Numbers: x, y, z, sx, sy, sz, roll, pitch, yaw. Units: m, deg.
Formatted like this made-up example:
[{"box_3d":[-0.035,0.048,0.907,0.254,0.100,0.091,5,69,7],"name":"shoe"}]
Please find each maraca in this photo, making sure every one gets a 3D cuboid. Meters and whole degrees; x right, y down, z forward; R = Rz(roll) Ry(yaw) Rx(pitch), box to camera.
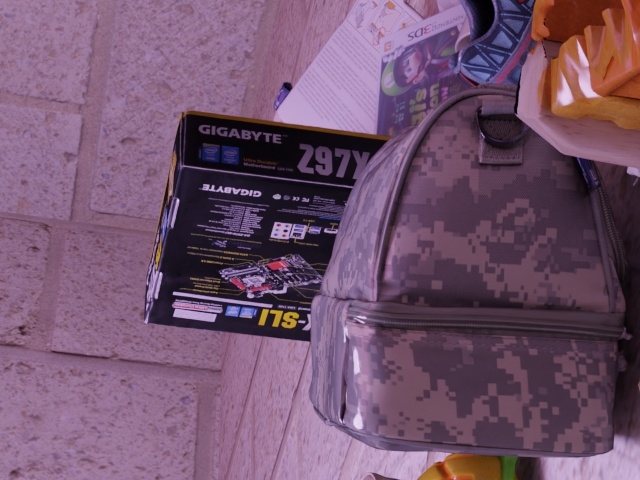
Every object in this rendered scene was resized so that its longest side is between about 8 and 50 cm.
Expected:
[{"box_3d":[0.126,0.221,1.332,0.127,0.099,0.185,-22,36,62],"name":"maraca"}]

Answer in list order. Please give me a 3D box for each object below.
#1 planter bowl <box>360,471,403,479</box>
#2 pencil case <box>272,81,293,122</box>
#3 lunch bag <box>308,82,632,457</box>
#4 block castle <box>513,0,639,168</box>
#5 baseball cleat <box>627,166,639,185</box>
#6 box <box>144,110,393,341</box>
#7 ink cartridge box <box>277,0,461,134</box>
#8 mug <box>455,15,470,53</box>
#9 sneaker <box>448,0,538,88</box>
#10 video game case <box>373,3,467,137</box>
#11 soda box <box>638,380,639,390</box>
[{"box_3d":[0.087,0.299,1.447,0.162,0.109,0.162,-172,90,-80],"name":"planter bowl"},{"box_3d":[0.021,-0.066,2.007,0.410,0.160,0.183,-96,5,-58],"name":"pencil case"},{"box_3d":[0.108,0.022,1.196,0.305,0.213,0.256,174,97,-85],"name":"lunch bag"},{"box_3d":[0.241,-0.248,0.680,0.303,0.213,0.453,134,145,-81],"name":"block castle"},{"box_3d":[0.233,-0.098,1.074,0.109,0.072,0.206,-65,19,16],"name":"baseball cleat"},{"box_3d":[0.000,0.000,1.571,0.257,0.322,0.079,109,165,-51],"name":"box"},{"box_3d":[0.085,-0.181,1.805,0.261,0.066,0.296,-54,32,13],"name":"ink cartridge box"},{"box_3d":[0.174,-0.210,1.552,0.062,0.078,0.064,58,-144,-49],"name":"mug"},{"box_3d":[0.166,-0.250,1.375,0.104,0.125,0.261,131,145,-72],"name":"sneaker"},{"box_3d":[0.121,-0.149,1.637,0.173,0.022,0.190,-18,61,46],"name":"video game case"},{"box_3d":[0.239,0.041,0.891,0.061,0.058,0.181,-93,15,-51],"name":"soda box"}]
